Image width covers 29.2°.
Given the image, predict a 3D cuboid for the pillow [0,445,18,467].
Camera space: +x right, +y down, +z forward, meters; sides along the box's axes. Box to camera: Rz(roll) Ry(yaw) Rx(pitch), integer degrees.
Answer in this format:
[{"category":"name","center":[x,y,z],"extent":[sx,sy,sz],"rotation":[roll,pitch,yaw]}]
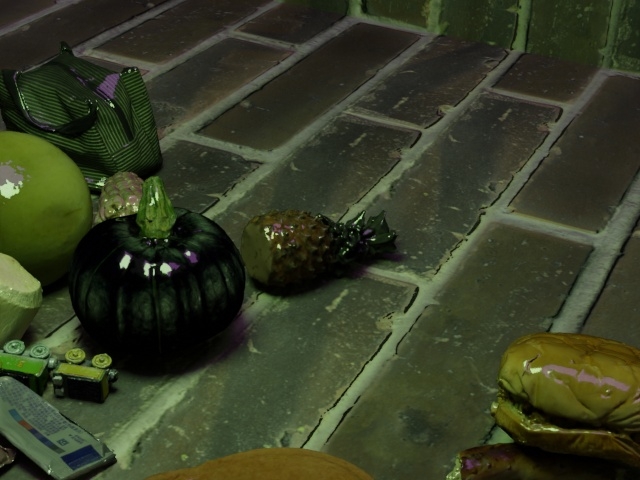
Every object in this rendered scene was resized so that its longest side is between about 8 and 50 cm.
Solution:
[{"category":"pillow","center":[-0.513,0.325,1.712],"extent":[0.118,0.043,0.185],"rotation":[21,34,12]}]

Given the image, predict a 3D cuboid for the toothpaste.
[{"category":"toothpaste","center":[-0.430,0.266,1.816],"extent":[0.282,0.068,0.099],"rotation":[31,58,29]}]

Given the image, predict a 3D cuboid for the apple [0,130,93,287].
[{"category":"apple","center":[-0.554,-0.046,2.164],"extent":[0.292,0.292,0.254],"rotation":[18,24,25]}]

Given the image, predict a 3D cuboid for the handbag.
[{"category":"handbag","center":[-0.507,-0.258,2.573],"extent":[0.341,0.240,0.247],"rotation":[22,38,28]}]

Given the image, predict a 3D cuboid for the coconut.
[{"category":"coconut","center":[-0.540,0.108,1.998],"extent":[0.147,0.152,0.147],"rotation":[31,14,-9]}]

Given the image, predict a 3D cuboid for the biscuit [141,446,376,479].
[{"category":"biscuit","center":[-0.109,0.401,1.604],"extent":[0.455,0.078,0.350],"rotation":[-21,33,-36]}]

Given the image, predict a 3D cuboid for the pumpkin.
[{"category":"pumpkin","center":[-0.267,0.041,2.017],"extent":[0.296,0.295,0.296],"rotation":[3,29,-2]}]

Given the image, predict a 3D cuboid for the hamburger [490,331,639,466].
[{"category":"hamburger","center":[0.403,0.231,1.826],"extent":[0.319,0.158,0.318],"rotation":[10,9,-2]}]

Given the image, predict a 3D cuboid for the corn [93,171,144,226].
[{"category":"corn","center":[-0.364,-0.049,2.302],"extent":[0.127,0.126,0.335],"rotation":[-2,14,-10]}]

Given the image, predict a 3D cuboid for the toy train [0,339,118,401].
[{"category":"toy train","center":[-0.419,0.207,1.922],"extent":[0.202,0.060,0.081],"rotation":[8,36,8]}]

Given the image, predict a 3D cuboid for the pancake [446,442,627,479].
[{"category":"pancake","center":[0.306,0.368,1.713],"extent":[0.266,0.057,0.244],"rotation":[8,30,7]}]

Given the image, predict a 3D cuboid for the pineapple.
[{"category":"pineapple","center":[0.000,0.000,2.281],"extent":[0.310,0.141,0.170],"rotation":[-9,6,-36]}]
